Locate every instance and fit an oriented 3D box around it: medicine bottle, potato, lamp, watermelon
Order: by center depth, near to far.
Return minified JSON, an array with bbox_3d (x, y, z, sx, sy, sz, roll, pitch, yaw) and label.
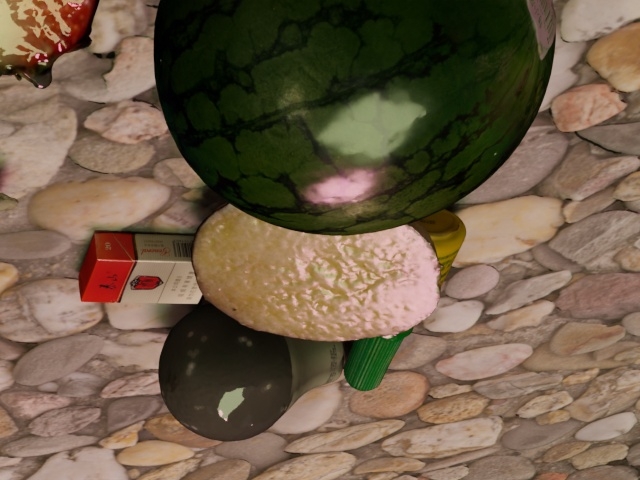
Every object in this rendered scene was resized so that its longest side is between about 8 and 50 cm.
[{"bbox_3d":[0.022,-0.171,1.352,0.363,0.363,0.363,-9,149,-5],"label":"watermelon"},{"bbox_3d":[0.000,0.000,1.825,0.299,0.116,0.239,-1,134,10],"label":"potato"},{"bbox_3d":[0.095,0.080,1.986,0.111,0.076,0.309,-3,138,-24],"label":"medicine bottle"},{"bbox_3d":[-0.072,0.181,2.048,0.314,0.182,0.182,13,141,-41],"label":"lamp"}]

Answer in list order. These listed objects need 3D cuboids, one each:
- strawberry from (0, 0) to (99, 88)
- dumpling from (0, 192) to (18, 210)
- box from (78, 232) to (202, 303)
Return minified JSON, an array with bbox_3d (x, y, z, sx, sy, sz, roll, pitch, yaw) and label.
[{"bbox_3d":[-0.322,-0.265,1.306,0.233,0.138,0.306,-25,126,-15],"label":"strawberry"},{"bbox_3d":[-0.428,-0.009,1.694,0.181,0.111,0.155,4,177,-13],"label":"dumpling"},{"bbox_3d":[-0.211,0.035,1.884,0.152,0.048,0.100,0,145,-23],"label":"box"}]
